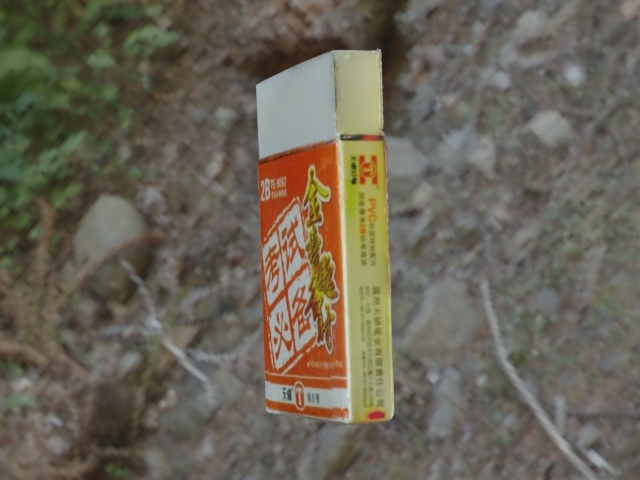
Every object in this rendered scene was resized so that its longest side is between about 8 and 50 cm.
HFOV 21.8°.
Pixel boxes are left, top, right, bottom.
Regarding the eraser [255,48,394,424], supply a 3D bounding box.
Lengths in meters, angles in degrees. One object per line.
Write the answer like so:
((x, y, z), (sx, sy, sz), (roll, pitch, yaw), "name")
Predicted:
((0.000, 0.000, 1.077), (0.157, 0.038, 0.230), (171, 97, -70), "eraser")
